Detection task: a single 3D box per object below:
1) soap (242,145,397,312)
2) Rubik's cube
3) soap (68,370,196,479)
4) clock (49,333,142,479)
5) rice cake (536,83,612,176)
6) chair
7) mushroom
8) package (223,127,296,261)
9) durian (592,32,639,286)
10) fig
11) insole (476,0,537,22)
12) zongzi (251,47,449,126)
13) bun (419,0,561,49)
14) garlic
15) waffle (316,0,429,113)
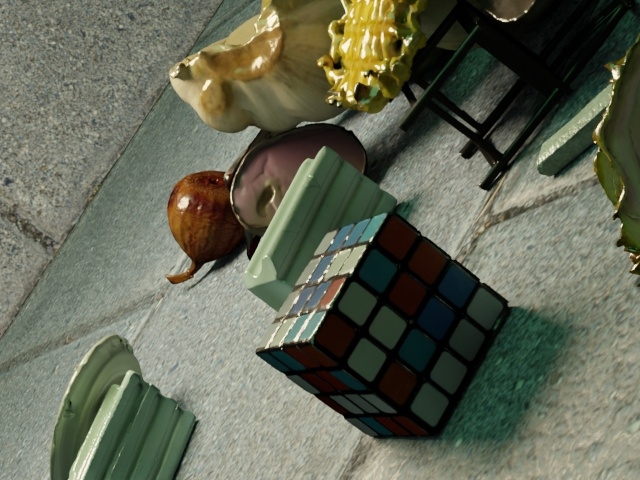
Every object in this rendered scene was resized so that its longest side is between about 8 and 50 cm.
[{"bbox_3d":[0.000,0.000,2.035,0.066,0.119,0.198,-34,24,53],"label":"soap"},{"bbox_3d":[0.058,0.084,1.637,0.154,0.155,0.151,-57,15,-19],"label":"Rubik's cube"},{"bbox_3d":[-0.237,0.270,2.122,0.063,0.114,0.198,-40,19,38],"label":"soap"},{"bbox_3d":[-0.280,0.241,2.253,0.236,0.053,0.236,16,-90,-75],"label":"clock"},{"bbox_3d":[0.277,-0.124,1.705,0.171,0.029,0.033,-44,24,30],"label":"rice cake"},{"bbox_3d":[0.207,-0.205,1.884,0.260,0.141,0.154,-52,16,12],"label":"chair"},{"bbox_3d":[-0.023,-0.072,2.248,0.188,0.141,0.117,-26,-9,3],"label":"mushroom"},{"bbox_3d":[-0.075,-0.082,2.373,0.154,0.030,0.239,-56,-16,-21],"label":"package"},{"bbox_3d":[0.306,-0.093,1.280,0.305,0.195,0.185,-50,9,15],"label":"durian"},{"bbox_3d":[-0.178,-0.002,2.576,0.146,0.133,0.201,-22,-43,-63],"label":"fig"},{"bbox_3d":[0.159,-0.332,1.866,0.111,0.007,0.328,-57,38,22],"label":"insole"},{"bbox_3d":[0.031,-0.245,2.378,0.360,0.160,0.323,-44,18,11],"label":"zongzi"},{"bbox_3d":[0.211,-0.336,2.028,0.273,0.168,0.273,-43,-18,-18],"label":"bun"},{"bbox_3d":[-0.038,-0.230,2.207,0.281,0.185,0.203,-36,8,28],"label":"garlic"},{"bbox_3d":[0.060,-0.252,1.944,0.280,0.060,0.262,119,157,-47],"label":"waffle"}]
